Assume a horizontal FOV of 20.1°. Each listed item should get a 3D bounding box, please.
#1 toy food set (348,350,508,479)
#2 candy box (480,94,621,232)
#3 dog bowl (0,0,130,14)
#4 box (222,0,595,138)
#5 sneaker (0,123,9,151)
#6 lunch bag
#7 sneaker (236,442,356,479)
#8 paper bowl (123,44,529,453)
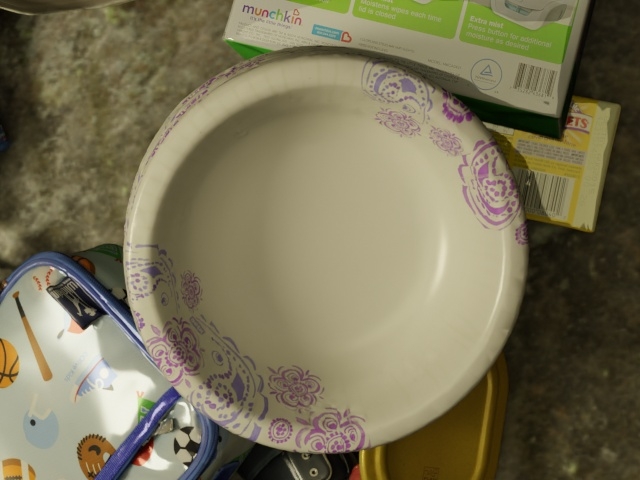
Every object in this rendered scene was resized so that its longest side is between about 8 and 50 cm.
[{"bbox_3d":[0.073,0.160,1.442,0.128,0.071,0.218,12,85,-28],"label":"toy food set"},{"bbox_3d":[0.129,-0.077,1.448,0.206,0.027,0.105,12,90,9],"label":"candy box"},{"bbox_3d":[-0.192,-0.349,1.450,0.348,0.102,0.349,1,94,9],"label":"dog bowl"},{"bbox_3d":[0.086,-0.224,1.385,0.262,0.127,0.231,13,87,9],"label":"box"},{"bbox_3d":[-0.296,-0.105,1.502,0.087,0.083,0.221,14,102,-4],"label":"sneaker"},{"bbox_3d":[-0.192,0.164,1.437,0.243,0.115,0.303,46,114,18],"label":"lunch bag"},{"bbox_3d":[0.000,0.103,1.444,0.226,0.086,0.163,-44,75,19],"label":"sneaker"},{"bbox_3d":[0.000,0.000,1.311,0.284,0.148,0.284,-1,101,-5],"label":"paper bowl"}]
